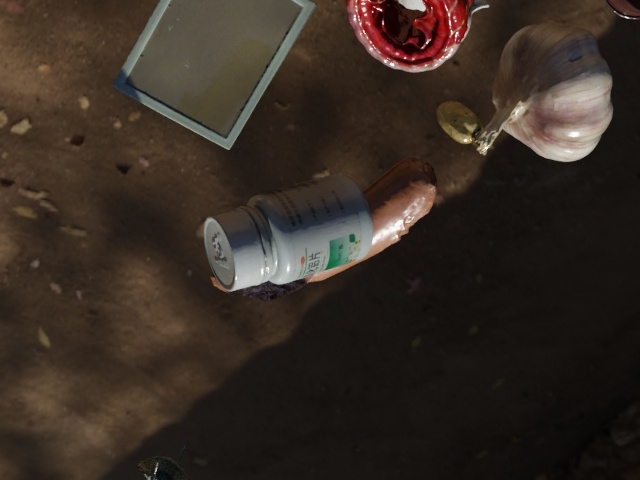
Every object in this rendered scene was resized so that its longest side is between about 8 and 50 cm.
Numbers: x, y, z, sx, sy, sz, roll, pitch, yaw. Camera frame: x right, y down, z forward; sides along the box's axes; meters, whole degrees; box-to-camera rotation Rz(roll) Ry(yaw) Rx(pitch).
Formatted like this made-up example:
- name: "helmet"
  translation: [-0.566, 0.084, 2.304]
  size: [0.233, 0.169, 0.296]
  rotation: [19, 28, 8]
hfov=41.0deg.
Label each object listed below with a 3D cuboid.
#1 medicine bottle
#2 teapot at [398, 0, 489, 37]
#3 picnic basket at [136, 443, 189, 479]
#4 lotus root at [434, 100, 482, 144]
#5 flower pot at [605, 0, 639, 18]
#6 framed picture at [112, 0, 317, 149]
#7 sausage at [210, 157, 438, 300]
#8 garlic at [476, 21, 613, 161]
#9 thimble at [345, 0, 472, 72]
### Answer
- name: "medicine bottle"
  translation: [-0.028, -0.005, 0.731]
  size: [0.130, 0.080, 0.080]
  rotation: [-18, 135, -25]
- name: "teapot"
  translation: [0.209, -0.436, 1.479]
  size: [0.140, 0.298, 0.204]
  rotation: [-7, 96, 20]
- name: "picnic basket"
  translation: [-0.229, 0.341, 1.253]
  size: [0.065, 0.083, 0.083]
  rotation: [-11, 132, -59]
- name: "lotus root"
  translation: [0.278, -0.231, 1.686]
  size: [0.072, 0.152, 0.063]
  rotation: [-14, 137, -39]
- name: "flower pot"
  translation: [0.438, -0.344, 1.132]
  size: [0.111, 0.089, 0.111]
  rotation: [-1, 111, -2]
- name: "framed picture"
  translation: [-0.162, -0.302, 1.315]
  size: [0.217, 0.017, 0.274]
  rotation: [29, 100, -25]
- name: "sausage"
  translation: [0.001, 0.002, 1.018]
  size: [0.327, 0.087, 0.079]
  rotation: [-27, 159, 27]
- name: "garlic"
  translation: [0.352, -0.222, 1.425]
  size: [0.253, 0.245, 0.245]
  rotation: [-30, 131, -15]
- name: "thimble"
  translation: [0.129, -0.343, 1.216]
  size: [0.163, 0.124, 0.189]
  rotation: [-16, 134, 34]
